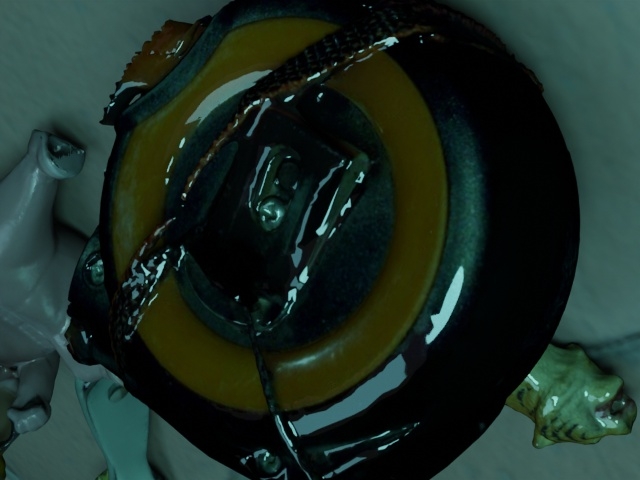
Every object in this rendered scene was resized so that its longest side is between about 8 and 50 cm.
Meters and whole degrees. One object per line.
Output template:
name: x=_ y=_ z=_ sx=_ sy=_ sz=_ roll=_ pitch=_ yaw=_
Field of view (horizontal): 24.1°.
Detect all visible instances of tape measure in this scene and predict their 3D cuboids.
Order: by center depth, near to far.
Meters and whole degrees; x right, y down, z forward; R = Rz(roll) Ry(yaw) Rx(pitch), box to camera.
tape measure: x=0.000 y=0.000 z=0.635 sx=0.202 sy=0.135 sz=0.222 roll=33 pitch=105 yaw=30

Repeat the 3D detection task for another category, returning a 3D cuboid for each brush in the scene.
brush: x=-0.141 y=0.170 z=1.062 sx=0.060 sy=0.068 sz=0.296 roll=40 pitch=146 yaw=38

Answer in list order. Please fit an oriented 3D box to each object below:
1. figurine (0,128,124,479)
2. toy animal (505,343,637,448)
figurine: x=-0.224 y=0.055 z=0.917 sx=0.287 sy=0.186 sz=0.176 roll=-20 pitch=140 yaw=31
toy animal: x=0.048 y=0.028 z=0.745 sx=0.241 sy=0.057 sz=0.099 roll=25 pitch=141 yaw=17
